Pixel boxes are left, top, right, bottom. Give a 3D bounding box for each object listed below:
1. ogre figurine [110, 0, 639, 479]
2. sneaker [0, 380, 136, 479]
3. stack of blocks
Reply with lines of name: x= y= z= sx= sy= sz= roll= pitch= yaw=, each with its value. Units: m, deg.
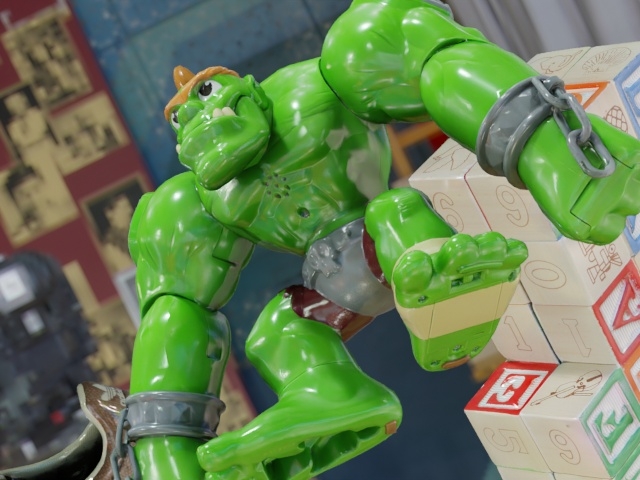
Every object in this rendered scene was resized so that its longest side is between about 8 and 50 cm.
ogre figurine: x=0.000 y=0.000 z=0.489 sx=0.097 sy=0.118 sz=0.197 roll=2 pitch=-41 yaw=-34
sneaker: x=-0.133 y=0.128 z=0.622 sx=0.188 sy=0.071 sz=0.066 roll=-42 pitch=28 yaw=0
stack of blocks: x=0.166 y=0.060 z=0.877 sx=0.087 sy=0.297 sz=0.171 roll=0 pitch=36 yaw=49
